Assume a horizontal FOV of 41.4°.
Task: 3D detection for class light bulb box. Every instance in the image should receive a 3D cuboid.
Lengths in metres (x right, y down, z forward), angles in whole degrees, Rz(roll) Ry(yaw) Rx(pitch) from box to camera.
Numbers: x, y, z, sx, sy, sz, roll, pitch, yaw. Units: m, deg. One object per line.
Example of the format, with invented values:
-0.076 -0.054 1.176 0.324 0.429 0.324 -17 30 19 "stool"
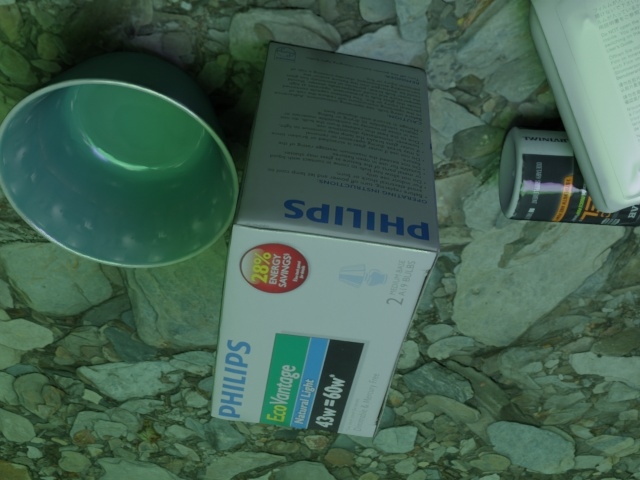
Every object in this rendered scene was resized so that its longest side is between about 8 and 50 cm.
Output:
0.000 0.000 1.103 0.225 0.361 0.358 8 133 -4 "light bulb box"

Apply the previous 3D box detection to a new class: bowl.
-0.254 -0.127 1.135 0.311 0.163 0.312 2 133 2 "bowl"

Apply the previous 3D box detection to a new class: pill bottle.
0.378 -0.087 1.158 0.245 0.131 0.131 3 133 0 "pill bottle"

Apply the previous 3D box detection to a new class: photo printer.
0.397 -0.215 0.993 0.255 0.107 0.308 -22 103 16 "photo printer"
